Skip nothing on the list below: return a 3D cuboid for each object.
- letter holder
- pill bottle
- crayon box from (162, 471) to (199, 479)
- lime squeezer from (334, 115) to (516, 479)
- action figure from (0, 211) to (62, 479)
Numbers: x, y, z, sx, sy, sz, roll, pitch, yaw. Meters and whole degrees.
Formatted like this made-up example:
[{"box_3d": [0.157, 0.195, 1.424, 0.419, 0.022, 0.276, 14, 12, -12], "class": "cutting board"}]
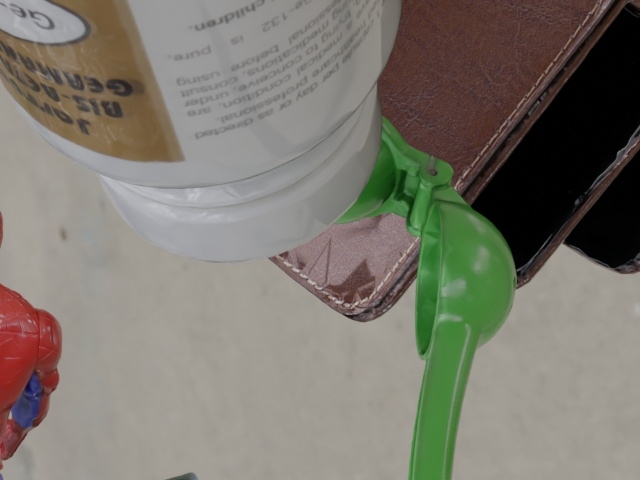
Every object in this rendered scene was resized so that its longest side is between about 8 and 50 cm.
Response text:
[{"box_3d": [0.041, -0.091, 0.912, 0.214, 0.152, 0.302, -52, 47, 10], "class": "letter holder"}, {"box_3d": [-0.043, -0.090, 0.529, 0.131, 0.131, 0.229, 58, 172, 28], "class": "pill bottle"}, {"box_3d": [-0.065, 0.343, 1.188, 0.203, 0.083, 0.323, -118, 12, -70], "class": "crayon box"}, {"box_3d": [0.000, 0.000, 0.647, 0.310, 0.110, 0.059, 56, 168, 30], "class": "lime squeezer"}, {"box_3d": [-0.173, 0.118, 0.800, 0.139, 0.091, 0.280, -170, 86, -66], "class": "action figure"}]
